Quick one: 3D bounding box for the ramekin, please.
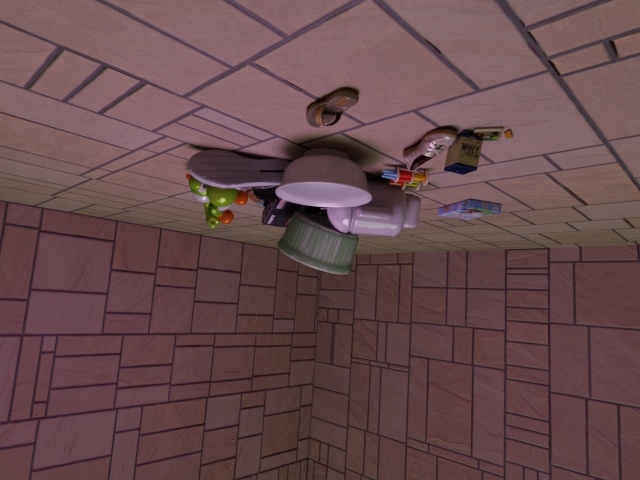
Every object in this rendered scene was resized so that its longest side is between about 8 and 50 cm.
[{"bbox_3d":[0.000,0.000,1.678,0.304,0.148,0.303,20,-169,-4],"label":"ramekin"}]

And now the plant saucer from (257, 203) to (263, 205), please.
[{"bbox_3d":[-0.231,-0.179,1.930,0.195,0.037,0.195,4,173,0],"label":"plant saucer"}]

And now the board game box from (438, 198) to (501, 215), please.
[{"bbox_3d":[0.635,-0.130,1.860,0.160,0.039,0.211,6,173,-19],"label":"board game box"}]

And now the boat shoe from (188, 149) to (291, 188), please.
[{"bbox_3d":[-0.255,-0.210,1.404,0.336,0.120,0.119,4,168,-18],"label":"boat shoe"}]

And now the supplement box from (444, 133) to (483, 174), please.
[{"bbox_3d":[0.368,-0.221,1.117,0.056,0.083,0.083,12,179,-7],"label":"supplement box"}]

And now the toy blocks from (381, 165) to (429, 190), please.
[{"bbox_3d":[0.267,-0.206,1.435,0.148,0.054,0.123,5,171,-9],"label":"toy blocks"}]

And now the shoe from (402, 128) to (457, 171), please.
[{"bbox_3d":[0.292,-0.239,1.164,0.077,0.058,0.219,6,172,-17],"label":"shoe"}]

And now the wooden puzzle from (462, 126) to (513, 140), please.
[{"bbox_3d":[0.421,-0.264,1.089,0.117,0.014,0.079,1,171,23],"label":"wooden puzzle"}]

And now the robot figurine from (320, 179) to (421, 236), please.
[{"bbox_3d":[0.175,-0.120,1.564,0.354,0.199,0.300,5,-172,-2],"label":"robot figurine"}]

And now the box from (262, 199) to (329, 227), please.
[{"bbox_3d":[-0.070,-0.132,1.805,0.294,0.073,0.295,4,158,-21],"label":"box"}]

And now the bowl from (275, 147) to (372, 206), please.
[{"bbox_3d":[0.015,-0.197,1.331,0.298,0.133,0.298,4,172,1],"label":"bowl"}]

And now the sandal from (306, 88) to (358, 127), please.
[{"bbox_3d":[0.022,-0.287,0.984,0.072,0.048,0.180,8,171,-30],"label":"sandal"}]

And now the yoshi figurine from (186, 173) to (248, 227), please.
[{"bbox_3d":[-0.370,-0.162,1.646,0.203,0.203,0.362,-13,168,4],"label":"yoshi figurine"}]

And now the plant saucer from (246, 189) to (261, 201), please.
[{"bbox_3d":[-0.278,-0.187,1.844,0.084,0.015,0.083,13,149,8],"label":"plant saucer"}]

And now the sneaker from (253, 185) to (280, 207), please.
[{"bbox_3d":[-0.136,-0.176,1.584,0.228,0.130,0.087,3,174,-11],"label":"sneaker"}]
